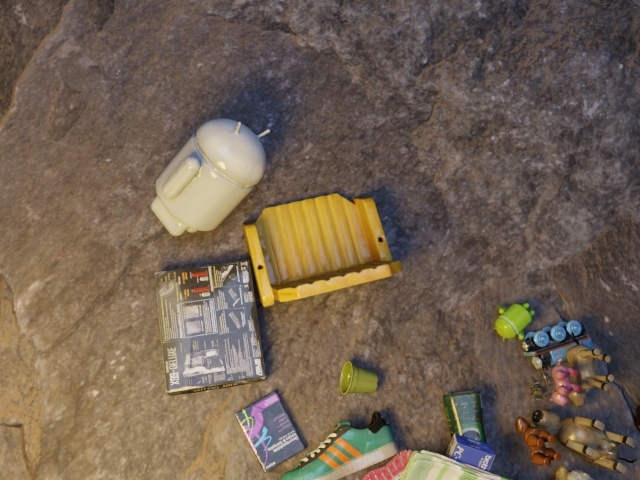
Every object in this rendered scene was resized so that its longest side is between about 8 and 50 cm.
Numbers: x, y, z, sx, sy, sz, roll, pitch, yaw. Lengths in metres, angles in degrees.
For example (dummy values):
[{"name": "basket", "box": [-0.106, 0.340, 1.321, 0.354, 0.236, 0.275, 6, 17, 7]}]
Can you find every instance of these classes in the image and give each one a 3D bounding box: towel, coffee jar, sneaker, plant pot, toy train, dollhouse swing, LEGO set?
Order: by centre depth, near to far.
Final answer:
[{"name": "towel", "box": [0.332, 0.637, 1.509, 0.324, 0.038, 0.248, 18, 107, -2]}, {"name": "sneaker", "box": [0.034, 0.508, 1.549, 0.302, 0.108, 0.121, -16, 74, -19]}, {"name": "sneaker", "box": [0.172, 0.579, 1.559, 0.170, 0.075, 0.063, -37, 40, 3]}, {"name": "dollhouse swing", "box": [0.000, 0.000, 1.597, 0.346, 0.305, 0.315, -13, 75, -9]}, {"name": "coffee jar", "box": [0.365, 0.472, 1.605, 0.096, 0.079, 0.184, -6, 73, 1]}, {"name": "plant pot", "box": [0.100, 0.353, 1.620, 0.079, 0.083, 0.083, 14, 71, -14]}, {"name": "LEGO set", "box": [0.575, 0.389, 1.690, 0.083, 0.023, 0.054, -24, 79, -27]}, {"name": "toy train", "box": [0.626, 0.277, 1.700, 0.184, 0.080, 0.105, -16, 81, -11]}]

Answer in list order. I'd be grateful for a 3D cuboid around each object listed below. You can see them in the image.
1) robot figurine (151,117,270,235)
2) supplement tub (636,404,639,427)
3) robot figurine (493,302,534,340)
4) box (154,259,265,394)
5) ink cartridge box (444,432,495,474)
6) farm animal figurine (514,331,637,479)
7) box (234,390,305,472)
[{"name": "robot figurine", "box": [-0.275, -0.164, 1.620, 0.353, 0.300, 0.200, -43, 83, 22]}, {"name": "supplement tub", "box": [0.929, 0.481, 1.655, 0.198, 0.106, 0.106, 27, 72, 2]}, {"name": "robot figurine", "box": [0.513, 0.214, 1.710, 0.115, 0.067, 0.101, -38, 92, -16]}, {"name": "box", "box": [-0.277, 0.217, 1.616, 0.242, 0.076, 0.308, -8, 74, -9]}, {"name": "ink cartridge box", "box": [0.330, 0.571, 1.534, 0.097, 0.046, 0.207, 19, 106, -1]}, {"name": "farm animal figurine", "box": [0.632, 0.451, 1.605, 0.327, 0.172, 0.330, 46, 74, -7]}, {"name": "box", "box": [-0.124, 0.468, 1.579, 0.116, 0.029, 0.162, -28, 79, -14]}]
